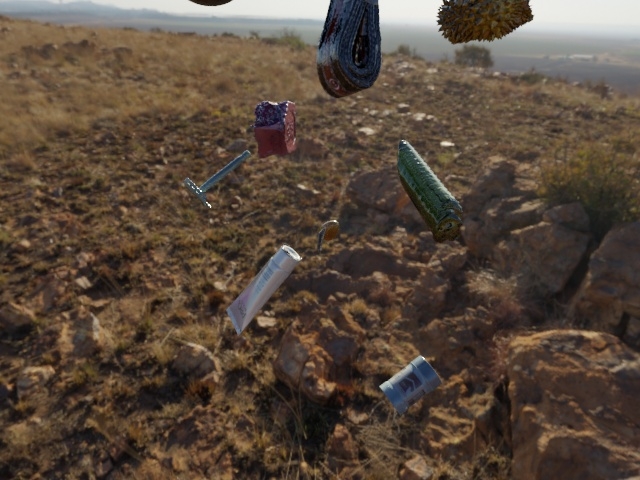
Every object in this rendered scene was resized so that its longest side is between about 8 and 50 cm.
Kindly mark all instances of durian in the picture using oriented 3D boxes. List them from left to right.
[{"bbox_3d":[0.368,-0.571,1.083,0.138,0.182,0.250,-14,24,-24],"label":"durian"}]

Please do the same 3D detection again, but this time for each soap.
[{"bbox_3d":[-0.133,-0.323,1.318,0.099,0.162,0.250,2,16,5],"label":"soap"}]

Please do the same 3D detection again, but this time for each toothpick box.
[{"bbox_3d":[0.263,0.422,1.316,0.153,0.101,0.101,-36,36,-7],"label":"toothpick box"}]

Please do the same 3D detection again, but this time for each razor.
[{"bbox_3d":[-0.320,-0.216,1.479,0.232,0.068,0.106,-41,72,-17],"label":"razor"}]

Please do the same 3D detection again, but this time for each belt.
[{"bbox_3d":[0.056,-0.432,0.775,0.126,0.358,0.094,-2,7,-41],"label":"belt"}]

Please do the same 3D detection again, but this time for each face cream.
[{"bbox_3d":[-0.141,0.114,1.086,0.058,0.243,0.092,27,18,-43],"label":"face cream"}]

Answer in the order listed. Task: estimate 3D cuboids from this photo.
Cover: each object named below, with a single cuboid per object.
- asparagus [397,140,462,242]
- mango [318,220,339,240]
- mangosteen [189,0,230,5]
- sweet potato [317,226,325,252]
[{"bbox_3d":[0.320,-0.159,1.396,0.108,0.128,0.381,-19,49,-4],"label":"asparagus"},{"bbox_3d":[0.038,-0.046,1.995,0.080,0.114,0.060,30,46,-27],"label":"mango"},{"bbox_3d":[-0.284,-0.739,1.110,0.294,0.296,0.297,19,27,-6],"label":"mangosteen"},{"bbox_3d":[0.000,0.000,1.625,0.026,0.026,0.115,6,59,8],"label":"sweet potato"}]
